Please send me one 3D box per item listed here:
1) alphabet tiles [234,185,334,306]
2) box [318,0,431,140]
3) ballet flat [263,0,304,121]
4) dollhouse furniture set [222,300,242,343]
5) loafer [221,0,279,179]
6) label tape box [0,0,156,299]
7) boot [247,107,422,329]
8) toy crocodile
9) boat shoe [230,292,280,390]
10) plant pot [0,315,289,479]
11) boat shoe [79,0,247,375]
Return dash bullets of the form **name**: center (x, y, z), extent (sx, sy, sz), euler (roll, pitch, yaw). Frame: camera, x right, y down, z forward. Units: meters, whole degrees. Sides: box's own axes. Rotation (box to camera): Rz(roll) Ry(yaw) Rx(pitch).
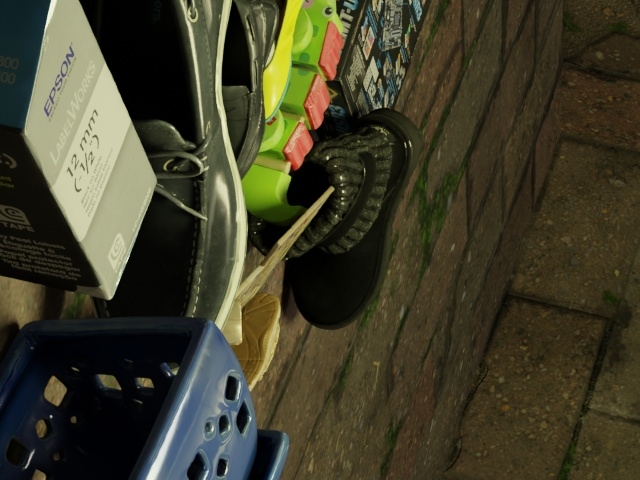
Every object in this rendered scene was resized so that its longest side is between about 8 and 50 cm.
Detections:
- **alphabet tiles**: center (-0.079, 0.050, 2.235), extent (0.198, 0.009, 0.237), euler (-52, 177, 35)
- **box**: center (0.064, -0.285, 2.643), extent (0.295, 0.073, 0.293), euler (66, 39, -65)
- **ballet flat**: center (-0.067, -0.248, 2.227), extent (0.077, 0.077, 0.231), euler (42, 57, -49)
- **dollhouse furniture set**: center (-0.169, 0.107, 1.991), extent (0.212, 0.161, 0.242), euler (142, -53, -82)
- **loafer**: center (-0.101, -0.171, 2.154), extent (0.078, 0.076, 0.223), euler (-13, 117, -58)
- **label tape box**: center (-0.270, -0.104, 1.248), extent (0.348, 0.249, 0.115), euler (72, 34, -62)
- **boot**: center (-0.003, -0.003, 2.510), extent (0.260, 0.131, 0.348), euler (-36, 147, -57)
- **toy crocodile**: center (-0.031, -0.182, 2.320), extent (0.115, 0.105, 0.340), euler (62, 42, -67)
- **boat shoe**: center (-0.087, 0.146, 2.368), extent (0.059, 0.063, 0.170), euler (77, 32, -51)
- **plant pot**: center (-0.178, 0.221, 1.759), extent (0.212, 0.236, 0.236), euler (52, 48, -41)
- **boat shoe**: center (-0.169, -0.103, 1.769), extent (0.156, 0.187, 0.500), euler (-33, 131, -59)
